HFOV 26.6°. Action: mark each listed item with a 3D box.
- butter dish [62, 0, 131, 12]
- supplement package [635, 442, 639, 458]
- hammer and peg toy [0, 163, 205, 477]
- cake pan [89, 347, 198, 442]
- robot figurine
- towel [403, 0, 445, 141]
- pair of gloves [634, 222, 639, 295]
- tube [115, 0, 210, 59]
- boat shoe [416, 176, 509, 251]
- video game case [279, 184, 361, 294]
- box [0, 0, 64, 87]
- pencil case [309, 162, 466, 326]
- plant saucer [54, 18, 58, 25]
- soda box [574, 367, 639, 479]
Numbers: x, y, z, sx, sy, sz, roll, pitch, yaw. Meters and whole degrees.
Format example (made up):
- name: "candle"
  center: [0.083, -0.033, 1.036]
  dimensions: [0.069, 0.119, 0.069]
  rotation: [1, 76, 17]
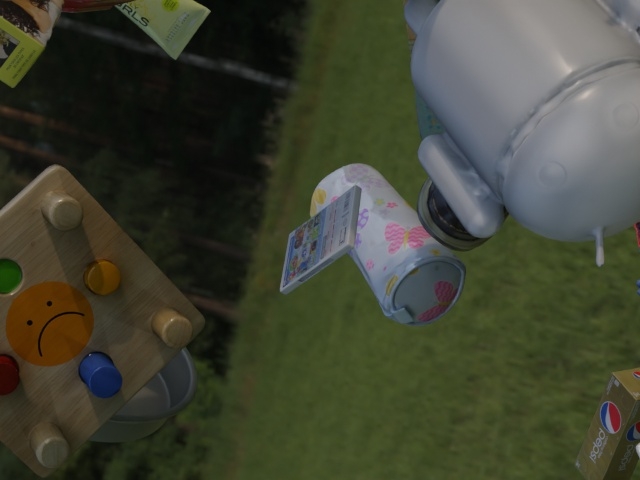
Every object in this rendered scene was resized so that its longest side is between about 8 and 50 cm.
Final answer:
- name: "butter dish"
  center: [-0.292, -0.314, 1.478]
  dimensions: [0.160, 0.160, 0.118]
  rotation: [-39, -45, -73]
- name: "supplement package"
  center: [0.437, 0.228, 1.349]
  dimensions: [0.149, 0.194, 0.203]
  rotation: [63, -172, 16]
- name: "hammer and peg toy"
  center: [-0.327, 0.130, 1.454]
  dimensions: [0.361, 0.266, 0.127]
  rotation: [-45, 23, -8]
- name: "cake pan"
  center: [-0.297, 0.147, 1.675]
  dimensions: [0.293, 0.293, 0.054]
  rotation: [-79, 15, -66]
- name: "robot figurine"
  center: [0.225, -0.141, 1.328]
  dimensions: [0.300, 0.200, 0.353]
  rotation: [-48, 55, 24]
- name: "towel"
  center: [0.223, -0.306, 1.873]
  dimensions: [0.040, 0.271, 0.370]
  rotation: [-25, -67, -40]
- name: "pair of gloves"
  center: [0.448, 0.069, 1.822]
  dimensions: [0.159, 0.023, 0.198]
  rotation: [55, -152, -47]
- name: "tube"
  center: [-0.278, -0.368, 1.942]
  dimensions: [0.062, 0.240, 0.070]
  rotation: [-57, 10, -27]
- name: "boat shoe"
  center: [0.250, -0.142, 1.625]
  dimensions: [0.355, 0.132, 0.130]
  rotation: [-59, 4, -19]
- name: "video game case"
  center: [0.000, 0.000, 1.500]
  dimensions: [0.122, 0.011, 0.087]
  rotation: [-35, 34, 40]
- name: "box"
  center: [-0.330, -0.228, 1.120]
  dimensions: [0.058, 0.232, 0.087]
  rotation: [-44, 25, 30]
- name: "pencil case"
  center: [0.087, 0.002, 1.850]
  dimensions: [0.273, 0.124, 0.113]
  rotation: [50, 163, 48]
- name: "plant saucer"
  center: [-0.352, -0.268, 1.657]
  dimensions: [0.083, 0.015, 0.083]
  rotation: [-26, 43, 27]
- name: "soda box"
  center: [0.423, 0.269, 1.910]
  dimensions: [0.061, 0.058, 0.181]
  rotation: [54, 141, 45]
